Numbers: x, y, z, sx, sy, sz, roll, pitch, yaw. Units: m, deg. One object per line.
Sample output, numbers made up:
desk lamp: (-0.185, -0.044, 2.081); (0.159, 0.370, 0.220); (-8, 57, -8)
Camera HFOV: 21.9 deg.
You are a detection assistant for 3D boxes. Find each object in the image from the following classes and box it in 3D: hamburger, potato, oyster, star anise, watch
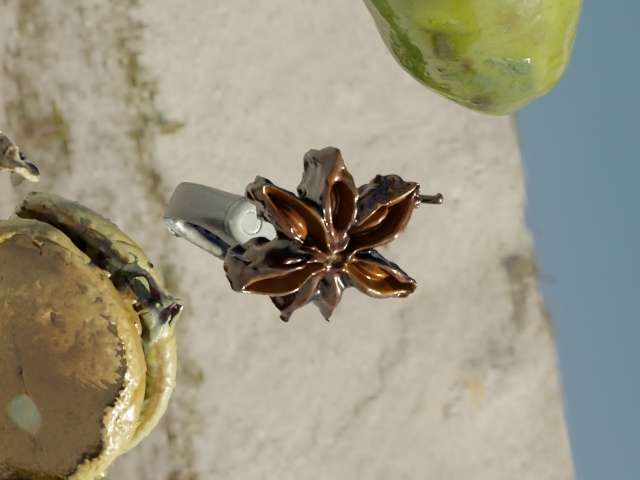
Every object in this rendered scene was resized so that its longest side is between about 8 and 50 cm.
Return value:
hamburger: (-0.302, 0.131, 1.813); (0.318, 0.277, 0.195); (-56, 178, 15)
potato: (0.132, -0.244, 1.453); (0.304, 0.216, 0.216); (54, 13, -41)
oyster: (-0.278, -0.093, 1.248); (0.051, 0.148, 0.103); (-61, -162, 1)
star anise: (0.000, 0.000, 1.726); (0.126, 0.220, 0.190); (24, -88, 57)
watch: (-0.088, 0.000, 1.996); (0.193, 0.206, 0.068); (8, -112, 62)
